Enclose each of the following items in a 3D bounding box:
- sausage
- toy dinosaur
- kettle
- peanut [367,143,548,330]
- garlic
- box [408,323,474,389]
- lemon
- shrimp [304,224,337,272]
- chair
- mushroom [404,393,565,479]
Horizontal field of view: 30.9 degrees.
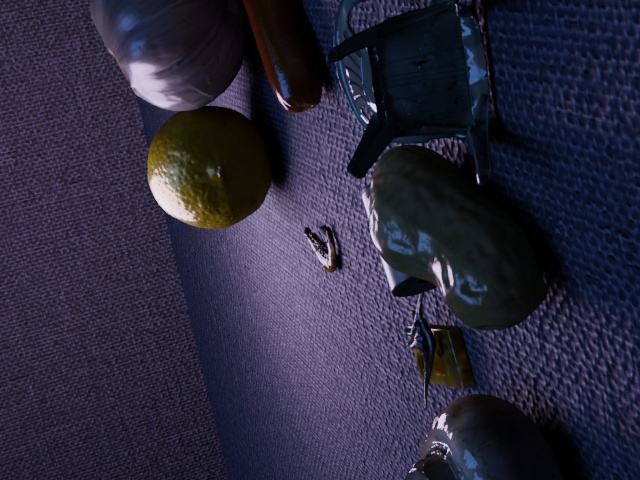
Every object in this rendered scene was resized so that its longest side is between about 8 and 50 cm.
[{"bbox_3d":[-0.069,-0.339,1.855,0.089,0.083,0.300,84,167,-72],"label":"sausage"},{"bbox_3d":[0.141,0.141,1.617,0.058,0.037,0.180,-160,58,-77],"label":"toy dinosaur"},{"bbox_3d":[0.125,-0.011,1.537,0.098,0.126,0.148,-37,64,39],"label":"kettle"},{"bbox_3d":[0.142,-0.003,1.350,0.319,0.147,0.148,-125,24,-49],"label":"peanut"},{"bbox_3d":[-0.273,-0.398,2.171,0.317,0.259,0.317,62,179,1],"label":"garlic"},{"bbox_3d":[0.169,0.163,1.648,0.156,0.022,0.089,179,75,-74],"label":"box"},{"bbox_3d":[-0.215,-0.141,2.253,0.267,0.267,0.267,164,90,-74],"label":"lemon"},{"bbox_3d":[0.000,0.000,2.059,0.127,0.025,0.091,50,152,46],"label":"shrimp"},{"bbox_3d":[0.091,-0.185,1.298,0.275,0.190,0.203,-67,-31,-69],"label":"chair"},{"bbox_3d":[0.201,0.312,1.411,0.255,0.184,0.255,33,130,49],"label":"mushroom"}]
